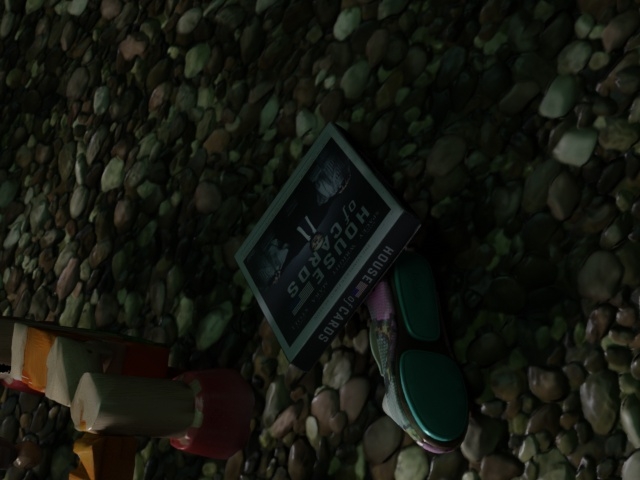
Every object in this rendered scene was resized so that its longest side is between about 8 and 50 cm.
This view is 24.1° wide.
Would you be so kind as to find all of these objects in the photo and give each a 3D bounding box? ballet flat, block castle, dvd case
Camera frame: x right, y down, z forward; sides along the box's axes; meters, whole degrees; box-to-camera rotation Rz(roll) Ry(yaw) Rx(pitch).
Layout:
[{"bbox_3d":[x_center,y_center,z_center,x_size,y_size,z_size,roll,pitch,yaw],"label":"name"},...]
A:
[{"bbox_3d":[0.080,0.110,1.344,0.079,0.077,0.221,-53,35,40],"label":"ballet flat"},{"bbox_3d":[-0.247,0.239,1.508,0.453,0.213,0.303,7,88,53],"label":"block castle"},{"bbox_3d":[0.000,0.000,1.456,0.179,0.030,0.238,-54,26,11],"label":"dvd case"}]
